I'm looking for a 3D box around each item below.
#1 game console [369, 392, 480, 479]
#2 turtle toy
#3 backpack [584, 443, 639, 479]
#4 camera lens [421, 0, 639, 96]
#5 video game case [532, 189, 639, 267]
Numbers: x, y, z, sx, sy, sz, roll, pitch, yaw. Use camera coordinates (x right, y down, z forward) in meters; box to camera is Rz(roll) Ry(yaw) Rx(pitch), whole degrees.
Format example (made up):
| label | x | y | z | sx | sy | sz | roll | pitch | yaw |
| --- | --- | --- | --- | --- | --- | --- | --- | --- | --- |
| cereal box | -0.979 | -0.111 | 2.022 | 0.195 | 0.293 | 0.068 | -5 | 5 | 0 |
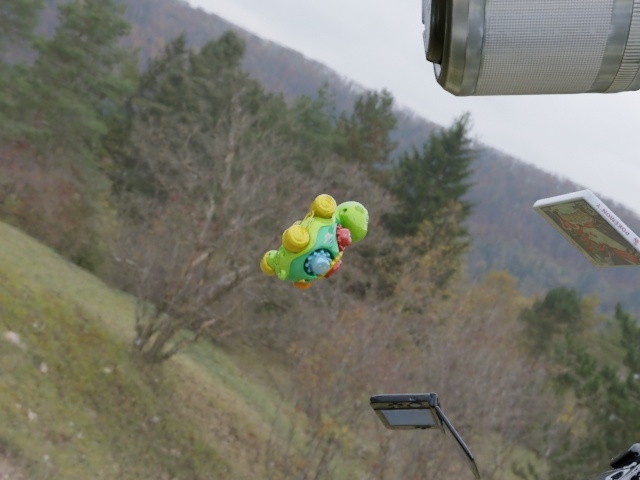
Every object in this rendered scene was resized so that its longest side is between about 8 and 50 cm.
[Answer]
| label | x | y | z | sx | sy | sz | roll | pitch | yaw |
| --- | --- | --- | --- | --- | --- | --- | --- | --- | --- |
| game console | 0.114 | 0.215 | 0.885 | 0.107 | 0.071 | 0.122 | -4 | -28 | 13 |
| turtle toy | 0.000 | 0.000 | 0.852 | 0.066 | 0.130 | 0.095 | 43 | -31 | -1 |
| backpack | 0.190 | 0.301 | 0.549 | 0.355 | 0.290 | 0.273 | 17 | 47 | -58 |
| camera lens | 0.250 | -0.267 | 0.877 | 0.274 | 0.219 | 0.219 | -1 | 2 | 3 |
| video game case | 0.506 | -0.016 | 1.520 | 0.183 | 0.023 | 0.201 | 42 | -10 | -6 |
